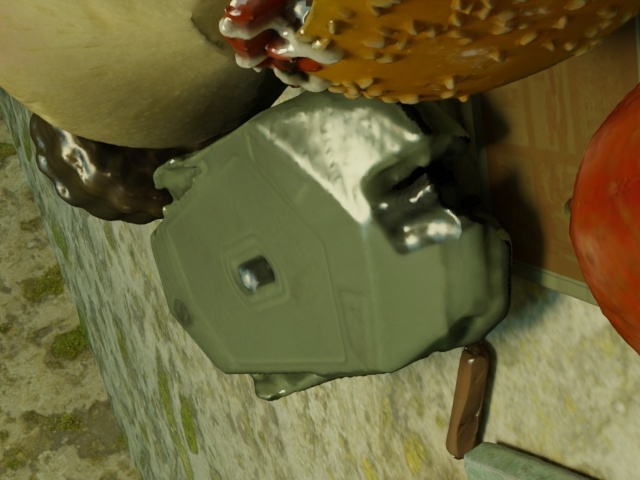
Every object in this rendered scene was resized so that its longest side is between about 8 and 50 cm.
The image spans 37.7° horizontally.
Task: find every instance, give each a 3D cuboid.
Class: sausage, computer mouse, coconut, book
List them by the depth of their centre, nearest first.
[{"bbox_3d":[0.140,-0.081,0.546,0.170,0.018,0.242,24,127,61],"label":"book"},{"bbox_3d":[-0.146,-0.232,0.727,0.352,0.352,0.353,47,147,46],"label":"coconut"},{"bbox_3d":[0.116,0.126,0.742,0.026,0.026,0.116,49,147,44],"label":"sausage"},{"bbox_3d":[0.004,-0.002,0.762,0.429,0.145,0.228,-21,94,57],"label":"computer mouse"}]

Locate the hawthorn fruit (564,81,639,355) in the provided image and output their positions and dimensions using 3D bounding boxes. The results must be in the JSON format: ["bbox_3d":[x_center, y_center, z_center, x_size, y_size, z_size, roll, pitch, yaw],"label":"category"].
[{"bbox_3d":[0.152,-0.016,0.385,0.285,0.165,0.165,6,112,69],"label":"hawthorn fruit"}]

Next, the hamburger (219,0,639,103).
[{"bbox_3d":[0.074,-0.164,0.364,0.295,0.227,0.151,125,146,-49],"label":"hamburger"}]

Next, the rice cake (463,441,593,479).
[{"bbox_3d":[0.167,0.177,0.652,0.207,0.033,0.033,5,121,65],"label":"rice cake"}]

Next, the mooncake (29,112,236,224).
[{"bbox_3d":[-0.190,-0.131,1.004,0.124,0.228,0.228,-23,85,62],"label":"mooncake"}]
